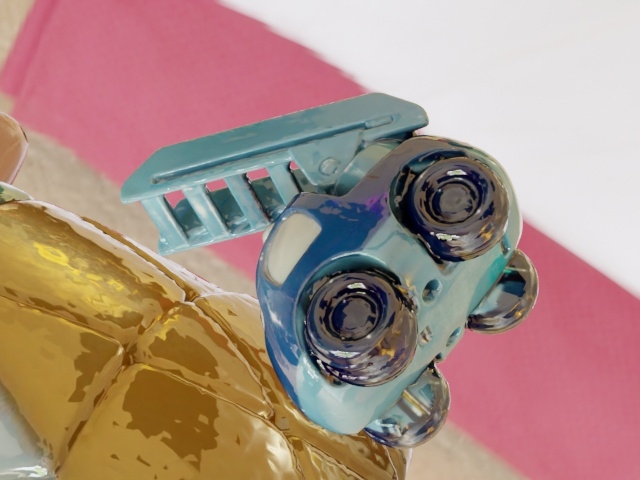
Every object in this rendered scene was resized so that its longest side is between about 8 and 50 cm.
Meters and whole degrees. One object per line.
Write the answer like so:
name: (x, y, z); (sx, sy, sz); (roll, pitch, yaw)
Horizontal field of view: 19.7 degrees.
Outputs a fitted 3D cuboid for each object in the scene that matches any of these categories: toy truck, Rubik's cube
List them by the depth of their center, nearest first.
toy truck: (0.000, 0.000, 0.432); (0.090, 0.056, 0.073); (31, 73, 30)
Rubik's cube: (-0.087, 0.132, 0.596); (0.254, 0.254, 0.254); (11, 50, -14)

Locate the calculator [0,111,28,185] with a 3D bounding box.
calculator: (-0.269, -0.045, 0.909); (0.220, 0.048, 0.329); (57, 35, -13)
